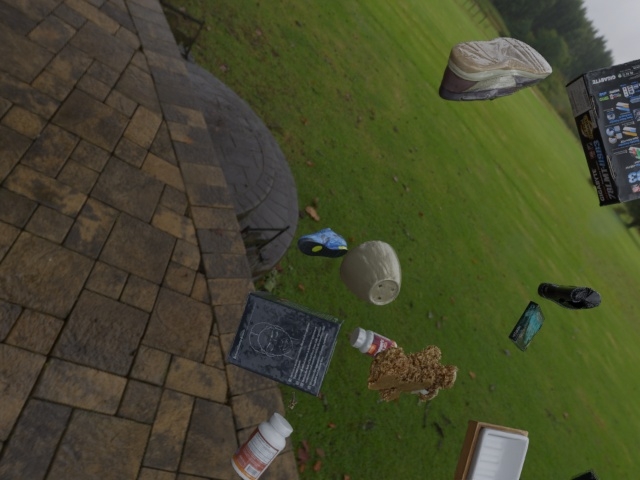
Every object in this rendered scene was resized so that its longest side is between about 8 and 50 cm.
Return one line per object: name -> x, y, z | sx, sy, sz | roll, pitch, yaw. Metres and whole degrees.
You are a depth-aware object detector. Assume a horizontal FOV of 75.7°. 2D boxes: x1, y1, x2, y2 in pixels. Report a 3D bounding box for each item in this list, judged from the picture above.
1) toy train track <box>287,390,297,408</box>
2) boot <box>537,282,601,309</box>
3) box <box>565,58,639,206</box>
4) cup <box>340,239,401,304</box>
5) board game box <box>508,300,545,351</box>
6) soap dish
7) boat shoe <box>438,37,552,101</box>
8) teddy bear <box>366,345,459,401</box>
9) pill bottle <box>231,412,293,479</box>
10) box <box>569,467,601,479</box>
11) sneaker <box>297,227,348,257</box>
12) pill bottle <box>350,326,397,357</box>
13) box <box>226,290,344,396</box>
toy train track -> -0.115, 0.642, 1.663 | 0.014, 0.048, 0.083 | 55, 16, -22
boot -> 1.046, 0.237, 1.664 | 0.246, 0.207, 0.094 | 18, 88, -12
box -> 0.734, -0.252, 0.911 | 0.073, 0.295, 0.294 | 155, -80, -87
cup -> 0.290, 0.201, 2.154 | 0.330, 0.331, 0.237 | 29, 20, -28
board game box -> 0.616, 0.260, 1.222 | 0.026, 0.126, 0.186 | 31, -2, 40
soap dish -> 0.648, 0.842, 1.580 | 0.228, 0.118, 0.291 | 16, 91, -13
boat shoe -> 0.330, -0.317, 0.785 | 0.285, 0.092, 0.103 | -19, 67, -33
teddy bear -> 0.289, 0.424, 1.321 | 0.337, 0.245, 0.113 | 8, 40, -19
pill bottle -> -0.203, 0.730, 1.464 | 0.121, 0.121, 0.216 | 44, 81, -12
box -> 0.684, 0.624, 1.053 | 0.083, 0.062, 0.052 | 29, 29, -51
sneaker -> 0.000, 0.000, 1.254 | 0.209, 0.069, 0.082 | 10, 54, -48
pill bottle -> 0.269, 0.531, 2.100 | 0.221, 0.121, 0.121 | 26, 44, -12
box -> -0.136, 0.411, 1.700 | 0.394, 0.294, 0.212 | 19, -3, 8
